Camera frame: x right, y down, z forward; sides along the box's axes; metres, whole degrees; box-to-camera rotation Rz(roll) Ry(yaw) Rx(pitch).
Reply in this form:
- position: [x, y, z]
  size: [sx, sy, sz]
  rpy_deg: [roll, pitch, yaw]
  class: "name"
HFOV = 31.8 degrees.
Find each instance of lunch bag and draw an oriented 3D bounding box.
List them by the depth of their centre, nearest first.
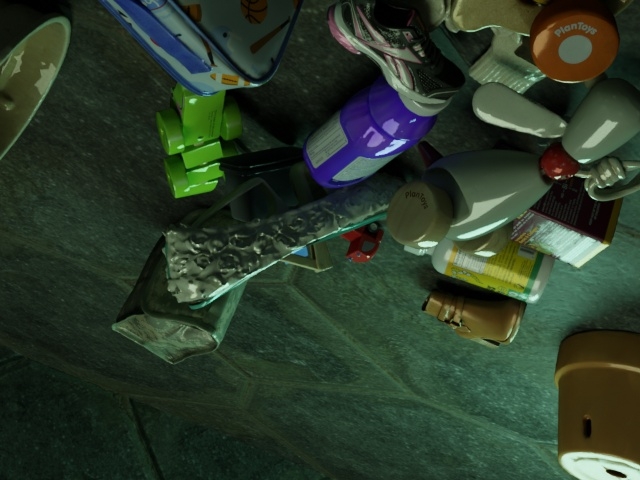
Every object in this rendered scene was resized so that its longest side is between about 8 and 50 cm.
- position: [-0.142, -0.305, 1.154]
  size: [0.114, 0.243, 0.303]
  rpy_deg: [-1, 148, 40]
  class: "lunch bag"
- position: [-0.222, 0.075, 2.007]
  size: [0.169, 0.235, 0.287]
  rpy_deg: [34, 153, -19]
  class: "lunch bag"

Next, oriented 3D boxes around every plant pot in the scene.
- position: [-0.570, -0.259, 1.559]
  size: [0.305, 0.334, 0.334]
  rpy_deg: [35, 155, -3]
  class: "plant pot"
- position: [0.526, 0.310, 1.924]
  size: [0.290, 0.204, 0.291]
  rpy_deg: [18, 156, 8]
  class: "plant pot"

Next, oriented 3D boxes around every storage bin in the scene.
- position: [-0.082, -0.082, 1.659]
  size: [0.135, 0.091, 0.098]
  rpy_deg: [-13, -162, -33]
  class: "storage bin"

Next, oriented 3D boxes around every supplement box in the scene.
- position: [0.297, -0.046, 1.525]
  size: [0.188, 0.081, 0.104]
  rpy_deg: [23, 156, -4]
  class: "supplement box"

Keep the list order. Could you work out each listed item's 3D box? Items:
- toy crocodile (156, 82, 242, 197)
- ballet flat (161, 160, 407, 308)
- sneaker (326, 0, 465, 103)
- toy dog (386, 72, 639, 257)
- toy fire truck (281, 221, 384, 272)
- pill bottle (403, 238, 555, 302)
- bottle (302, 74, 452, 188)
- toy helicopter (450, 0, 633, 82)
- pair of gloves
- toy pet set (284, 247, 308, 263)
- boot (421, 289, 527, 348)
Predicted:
- position: [-0.186, -0.157, 1.677]
  size: [0.115, 0.105, 0.340]
  rpy_deg: [-18, 158, -13]
  class: "toy crocodile"
- position: [-0.040, -0.038, 1.576]
  size: [0.147, 0.408, 0.147]
  rpy_deg: [40, 143, 39]
  class: "ballet flat"
- position: [0.095, -0.220, 1.257]
  size: [0.178, 0.072, 0.077]
  rpy_deg: [28, 145, -21]
  class: "sneaker"
- position: [0.226, -0.109, 1.359]
  size: [0.333, 0.161, 0.220]
  rpy_deg: [-25, 153, 15]
  class: "toy dog"
- position: [0.000, 0.000, 1.794]
  size: [0.192, 0.135, 0.047]
  rpy_deg: [30, 154, -17]
  class: "toy fire truck"
- position: [0.233, 0.006, 1.641]
  size: [0.208, 0.118, 0.118]
  rpy_deg: [19, 155, 5]
  class: "pill bottle"
- position: [0.075, -0.149, 1.442]
  size: [0.092, 0.118, 0.283]
  rpy_deg: [65, 154, 4]
  class: "bottle"
- position: [0.145, -0.304, 1.042]
  size: [0.354, 0.140, 0.235]
  rpy_deg: [12, 133, -5]
  class: "toy helicopter"
- position: [0.174, -0.247, 1.262]
  size: [0.240, 0.042, 0.204]
  rpy_deg: [29, 155, -14]
  class: "pair of gloves"
- position: [-0.062, -0.014, 1.901]
  size: [0.122, 0.065, 0.114]
  rpy_deg: [16, 155, 13]
  class: "toy pet set"
- position: [0.259, 0.119, 1.913]
  size: [0.152, 0.073, 0.197]
  rpy_deg: [27, 153, -1]
  class: "boot"
